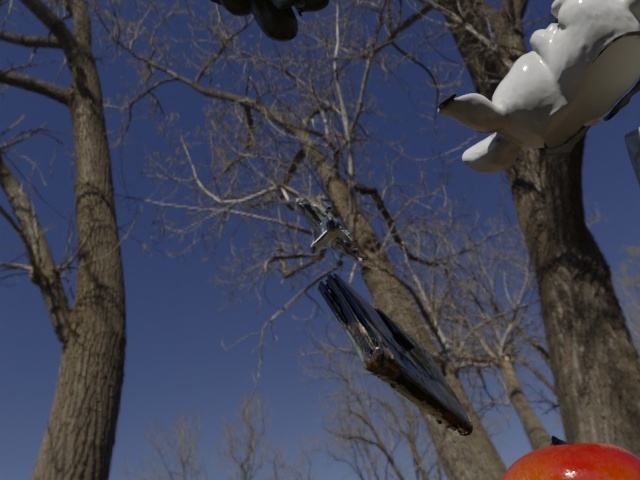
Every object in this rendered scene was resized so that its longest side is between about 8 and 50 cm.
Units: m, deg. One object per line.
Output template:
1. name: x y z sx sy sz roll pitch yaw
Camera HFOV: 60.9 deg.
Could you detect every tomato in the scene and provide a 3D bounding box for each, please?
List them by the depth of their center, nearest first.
1. tomato: 0.431 0.482 0.857 0.321 0.322 0.322 -8 -34 -5

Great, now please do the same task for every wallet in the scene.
1. wallet: 0.121 0.172 0.794 0.044 0.169 0.317 -40 -47 9

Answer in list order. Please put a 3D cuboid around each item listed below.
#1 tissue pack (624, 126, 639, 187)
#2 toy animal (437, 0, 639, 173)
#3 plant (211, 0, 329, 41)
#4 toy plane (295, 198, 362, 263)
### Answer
1. tissue pack: 0.517 -0.062 0.732 0.145 0.230 0.159 -20 1 -19
2. toy animal: 0.354 -0.238 0.843 0.325 0.154 0.208 -31 -50 12
3. plant: -0.105 -0.374 0.733 0.149 0.274 0.146 -27 -34 -40
4. toy plane: 0.011 -0.012 0.993 0.082 0.160 0.234 -47 -2 -5
